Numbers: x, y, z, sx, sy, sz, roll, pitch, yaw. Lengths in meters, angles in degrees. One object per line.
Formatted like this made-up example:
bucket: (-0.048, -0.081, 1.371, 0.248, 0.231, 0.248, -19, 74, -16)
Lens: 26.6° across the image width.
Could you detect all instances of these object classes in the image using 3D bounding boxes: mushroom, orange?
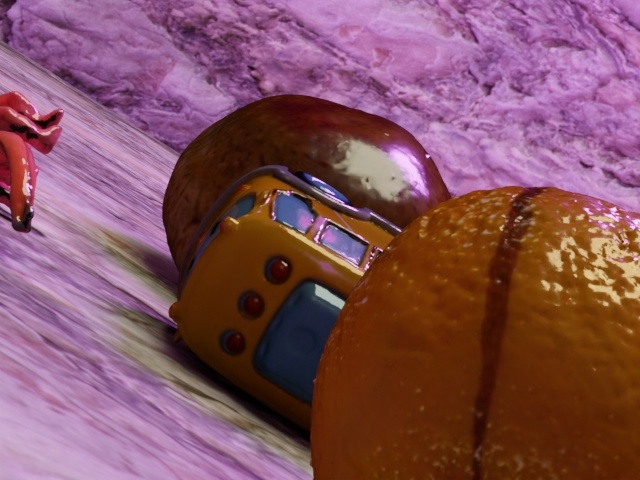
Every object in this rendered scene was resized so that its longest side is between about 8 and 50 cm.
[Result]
mushroom: (0.007, -0.010, 1.078, 0.263, 0.195, 0.283, 27, 2, 12)
orange: (0.085, 0.075, 0.541, 0.193, 0.193, 0.161, 32, 21, 3)

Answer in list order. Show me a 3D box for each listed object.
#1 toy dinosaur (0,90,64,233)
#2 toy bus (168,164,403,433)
toy dinosaur: (-0.240, -0.068, 0.856, 0.139, 0.070, 0.286, 21, 9, -14)
toy bus: (0.011, 0.053, 0.797, 0.209, 0.126, 0.136, 32, 11, -1)
